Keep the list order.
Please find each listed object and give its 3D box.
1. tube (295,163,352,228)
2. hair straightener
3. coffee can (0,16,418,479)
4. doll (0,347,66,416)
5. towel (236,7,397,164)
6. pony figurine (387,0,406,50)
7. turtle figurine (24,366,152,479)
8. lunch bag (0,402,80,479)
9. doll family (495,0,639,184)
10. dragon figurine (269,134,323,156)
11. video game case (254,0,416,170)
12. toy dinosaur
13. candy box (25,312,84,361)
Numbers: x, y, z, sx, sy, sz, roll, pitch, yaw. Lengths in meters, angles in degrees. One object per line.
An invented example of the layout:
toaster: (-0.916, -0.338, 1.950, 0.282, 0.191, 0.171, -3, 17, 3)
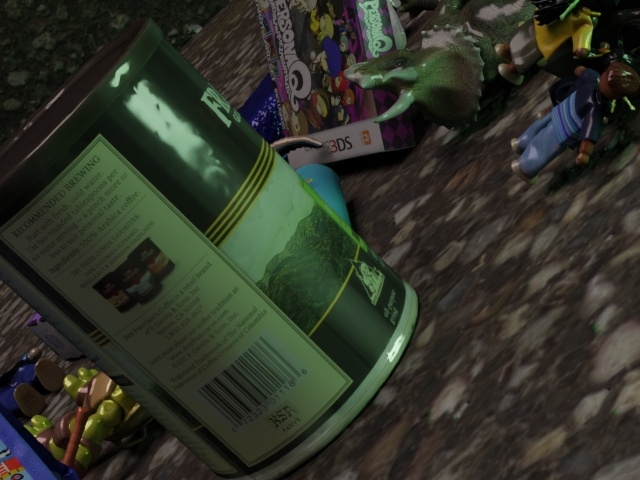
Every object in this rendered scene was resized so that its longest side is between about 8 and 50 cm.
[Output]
tube: (0.000, 0.000, 1.186, 0.080, 0.052, 0.207, -50, 21, 19)
hair straightener: (0.244, -0.150, 0.982, 0.230, 0.047, 0.089, -13, 61, 52)
coffee can: (-0.095, 0.012, 0.969, 0.201, 0.275, 0.201, -40, 17, 15)
doll: (-0.365, 0.178, 1.622, 0.129, 0.046, 0.189, -52, 18, -24)
towel: (-0.038, -0.151, 1.601, 0.308, 0.076, 0.227, -53, 11, -24)
pony figurine: (0.091, -0.382, 1.448, 0.302, 0.351, 0.363, -28, 1, 22)
turtle figurine: (-0.178, 0.129, 1.223, 0.217, 0.087, 0.270, -34, 27, 56)
lunch bag: (-0.233, 0.225, 0.834, 0.221, 0.138, 0.293, -45, 25, -10)
doll family: (0.179, -0.125, 0.959, 0.111, 0.076, 0.193, -37, 50, 42)
dragon figurine: (-0.112, -0.003, 1.379, 0.289, 0.144, 0.085, -24, 17, 3)
video game case: (0.005, -0.190, 1.332, 0.041, 0.232, 0.210, -13, 4, -26)
toy dinosaur: (0.166, -0.197, 1.187, 0.313, 0.121, 0.160, -33, 34, 2)
candy box: (-0.230, 0.047, 1.574, 0.165, 0.070, 0.196, -54, 18, -28)
